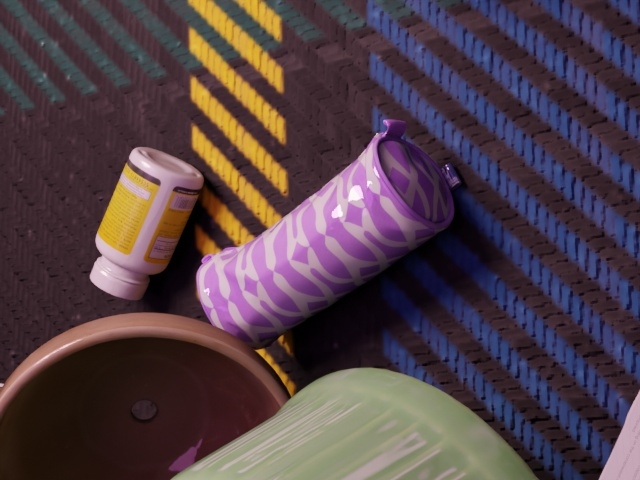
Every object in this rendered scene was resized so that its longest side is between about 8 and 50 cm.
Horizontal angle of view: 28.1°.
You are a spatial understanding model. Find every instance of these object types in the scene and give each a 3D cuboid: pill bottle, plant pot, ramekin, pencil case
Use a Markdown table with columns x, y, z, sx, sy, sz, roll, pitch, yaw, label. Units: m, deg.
| x | y | z | sx | sy | sz | roll | pitch | yaw | label |
| --- | --- | --- | --- | --- | --- | --- | --- | --- | --- |
| -0.146 | -0.012 | 1.048 | 0.065 | 0.065 | 0.116 | 34 | 105 | 33 | pill bottle |
| -0.133 | 0.152 | 0.967 | 0.237 | 0.237 | 0.110 | -63 | 15 | 15 | plant pot |
| 0.016 | 0.245 | 0.787 | 0.303 | 0.148 | 0.303 | 24 | 124 | 42 | ramekin |
| 0.000 | 0.000 | 0.926 | 0.206 | 0.086 | 0.088 | -36 | 74 | 29 | pencil case |

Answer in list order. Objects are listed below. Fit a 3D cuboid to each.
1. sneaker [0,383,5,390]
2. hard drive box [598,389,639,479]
| x | y | z | sx | sy | sz | roll | pitch | yaw | label |
| --- | --- | --- | --- | --- | --- | --- | --- | --- | --- |
| -0.276 | 0.194 | 1.125 | 0.061 | 0.065 | 0.158 | -44 | 63 | 25 | sneaker |
| 0.270 | 0.185 | 0.711 | 0.232 | 0.089 | 0.181 | 30 | 104 | 35 | hard drive box |
